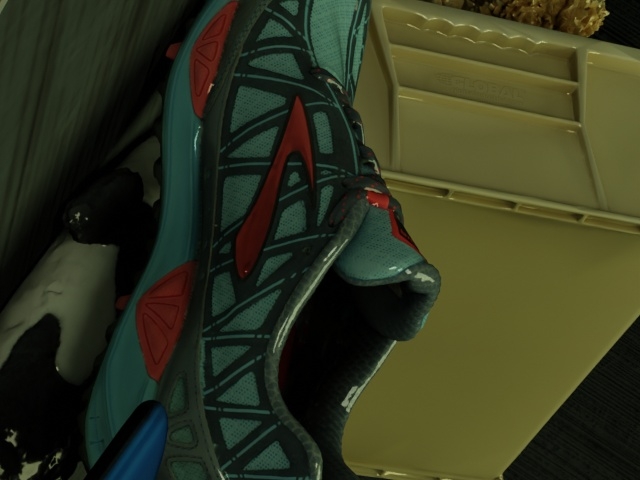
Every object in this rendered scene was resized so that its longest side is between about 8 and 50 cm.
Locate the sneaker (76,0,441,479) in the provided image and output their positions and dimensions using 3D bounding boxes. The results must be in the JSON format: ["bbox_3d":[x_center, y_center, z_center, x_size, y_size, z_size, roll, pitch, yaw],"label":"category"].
[{"bbox_3d":[0.000,0.000,0.792,0.104,0.125,0.262,35,62,-53],"label":"sneaker"}]

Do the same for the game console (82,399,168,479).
[{"bbox_3d":[-0.181,0.192,0.595,0.293,0.250,0.173,-56,135,-64],"label":"game console"}]

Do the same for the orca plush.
[{"bbox_3d":[-0.091,0.061,0.822,0.151,0.102,0.287,-57,179,27],"label":"orca plush"}]

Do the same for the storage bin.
[{"bbox_3d":[0.032,0.007,1.064,0.262,0.260,0.123,123,-30,-46],"label":"storage bin"}]

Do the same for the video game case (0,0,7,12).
[{"bbox_3d":[-0.081,-0.035,0.296,0.183,0.023,0.201,-57,-179,18],"label":"video game case"}]

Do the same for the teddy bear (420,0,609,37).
[{"bbox_3d":[0.049,-0.049,1.176,0.245,0.113,0.338,-5,152,-38],"label":"teddy bear"}]
